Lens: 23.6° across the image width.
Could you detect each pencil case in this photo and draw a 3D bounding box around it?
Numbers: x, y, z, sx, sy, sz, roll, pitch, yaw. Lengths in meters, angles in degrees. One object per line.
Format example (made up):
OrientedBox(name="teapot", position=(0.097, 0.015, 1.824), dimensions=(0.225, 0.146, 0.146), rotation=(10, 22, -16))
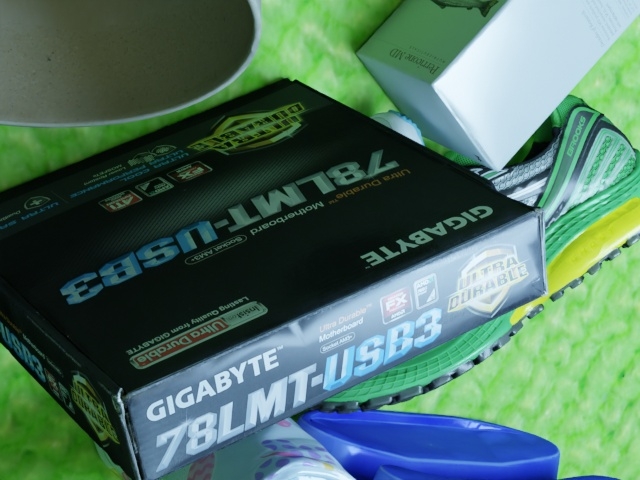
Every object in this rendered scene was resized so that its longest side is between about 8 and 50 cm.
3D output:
OrientedBox(name="pencil case", position=(-0.068, 0.164, 1.064), dimensions=(0.113, 0.273, 0.124), rotation=(-4, 105, -26))

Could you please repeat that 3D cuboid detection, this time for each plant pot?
OrientedBox(name="plant pot", position=(-0.171, -0.207, 0.864), dimensions=(0.284, 0.284, 0.191), rotation=(19, 63, -38))

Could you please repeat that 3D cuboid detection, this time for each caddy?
OrientedBox(name="caddy", position=(0.104, 0.256, 1.240), dimensions=(0.341, 0.241, 0.179), rotation=(9, 98, -36))

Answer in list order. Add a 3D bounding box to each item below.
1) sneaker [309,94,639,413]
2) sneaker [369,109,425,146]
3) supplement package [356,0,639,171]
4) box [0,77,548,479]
OrientedBox(name="sneaker", position=(0.108, 0.016, 1.232), dimensions=(0.343, 0.134, 0.146), rotation=(-38, 90, -7))
OrientedBox(name="sneaker", position=(0.000, 0.000, 1.154), dimensions=(0.092, 0.087, 0.229), rotation=(30, 90, -40))
OrientedBox(name="supplement package", position=(0.137, -0.160, 1.167), dimensions=(0.179, 0.105, 0.105), rotation=(-48, 128, -9))
OrientedBox(name="box", position=(-0.059, 0.008, 0.985), dimensions=(0.295, 0.293, 0.073), rotation=(-23, 121, -24))
